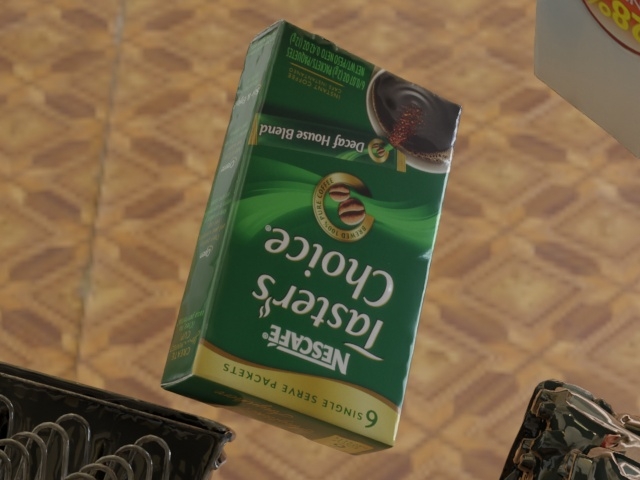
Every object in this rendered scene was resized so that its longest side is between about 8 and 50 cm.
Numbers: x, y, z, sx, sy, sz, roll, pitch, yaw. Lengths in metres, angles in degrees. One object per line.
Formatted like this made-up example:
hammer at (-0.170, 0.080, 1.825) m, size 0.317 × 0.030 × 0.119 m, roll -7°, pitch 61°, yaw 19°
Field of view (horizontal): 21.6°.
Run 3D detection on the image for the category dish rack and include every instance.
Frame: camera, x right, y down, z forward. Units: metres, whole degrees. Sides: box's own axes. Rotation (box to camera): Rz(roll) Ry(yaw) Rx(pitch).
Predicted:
dish rack at (-0.162, 0.098, 0.673) m, size 0.208 × 0.074 × 0.271 m, roll 13°, pitch 3°, yaw 8°

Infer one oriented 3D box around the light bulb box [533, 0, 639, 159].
light bulb box at (0.278, -0.127, 0.630) m, size 0.225 × 0.361 × 0.358 m, roll -35°, pitch 60°, yaw -17°

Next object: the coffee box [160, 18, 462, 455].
coffee box at (0.000, 0.000, 0.803) m, size 0.113 × 0.040 × 0.184 m, roll 24°, pitch 67°, yaw -23°

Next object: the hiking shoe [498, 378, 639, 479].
hiking shoe at (0.133, 0.129, 0.586) m, size 0.132 × 0.113 × 0.304 m, roll 17°, pitch 16°, yaw 0°
